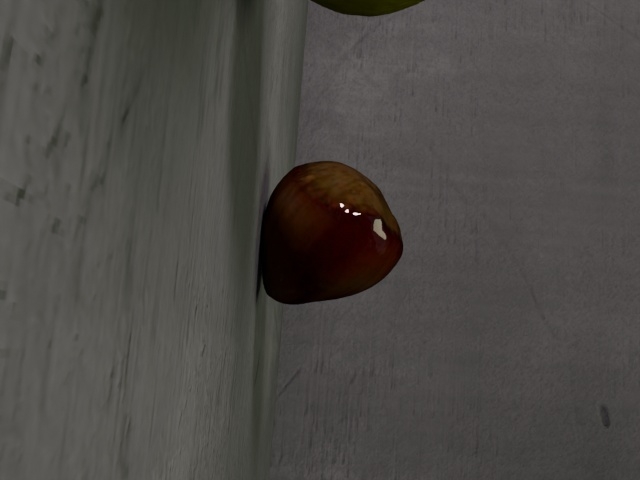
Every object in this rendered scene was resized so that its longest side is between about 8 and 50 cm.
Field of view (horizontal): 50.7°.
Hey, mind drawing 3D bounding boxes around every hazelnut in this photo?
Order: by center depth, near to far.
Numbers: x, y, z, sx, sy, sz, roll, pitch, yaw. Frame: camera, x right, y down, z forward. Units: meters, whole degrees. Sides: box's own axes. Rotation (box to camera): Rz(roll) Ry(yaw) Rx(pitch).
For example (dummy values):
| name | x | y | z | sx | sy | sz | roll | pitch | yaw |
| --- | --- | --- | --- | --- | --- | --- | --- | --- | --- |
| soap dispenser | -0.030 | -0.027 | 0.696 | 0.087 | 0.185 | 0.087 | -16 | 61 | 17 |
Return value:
| name | x | y | z | sx | sy | sz | roll | pitch | yaw |
| --- | --- | --- | --- | --- | --- | --- | --- | --- | --- |
| hazelnut | 0.000 | 0.000 | 0.903 | 0.208 | 0.208 | 0.208 | -176 | -90 | -89 |

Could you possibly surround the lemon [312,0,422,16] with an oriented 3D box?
| name | x | y | z | sx | sy | sz | roll | pitch | yaw |
| --- | --- | --- | --- | --- | --- | --- | --- | --- | --- |
| lemon | 0.040 | -0.257 | 0.497 | 0.184 | 0.184 | 0.248 | 96 | 4 | -47 |
